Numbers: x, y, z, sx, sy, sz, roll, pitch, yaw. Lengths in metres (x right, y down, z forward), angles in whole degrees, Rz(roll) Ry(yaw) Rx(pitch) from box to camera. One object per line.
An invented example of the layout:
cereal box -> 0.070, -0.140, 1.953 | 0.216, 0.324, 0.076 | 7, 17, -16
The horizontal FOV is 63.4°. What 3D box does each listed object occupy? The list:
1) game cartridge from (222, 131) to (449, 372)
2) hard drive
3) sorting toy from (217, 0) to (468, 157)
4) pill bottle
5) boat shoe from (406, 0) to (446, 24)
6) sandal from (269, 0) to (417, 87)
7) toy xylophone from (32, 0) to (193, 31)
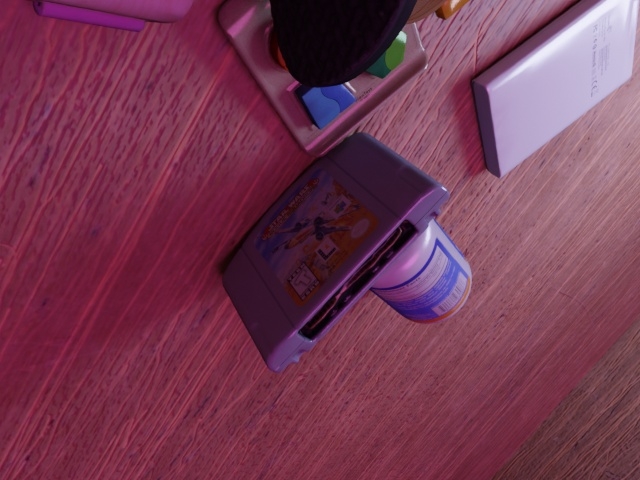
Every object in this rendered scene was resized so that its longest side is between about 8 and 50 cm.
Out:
game cartridge -> 0.000, 0.000, 0.672 | 0.297, 0.198, 0.062 | -47, 137, 5
hard drive -> 0.393, -0.265, 0.856 | 0.308, 0.040, 0.203 | -37, 137, -5
sorting toy -> 0.059, -0.262, 0.609 | 0.307, 0.041, 0.229 | -40, 137, -1
pill bottle -> 0.124, 0.020, 0.812 | 0.152, 0.152, 0.272 | -46, 136, 4
boat shoe -> 0.120, -0.341, 0.492 | 0.098, 0.096, 0.277 | -24, 160, -26
sandal -> 0.064, -0.333, 0.398 | 0.107, 0.167, 0.445 | -17, 133, -40
toy xylophone -> -0.124, -0.315, 0.409 | 0.236, 0.081, 0.322 | -3, 124, -52
